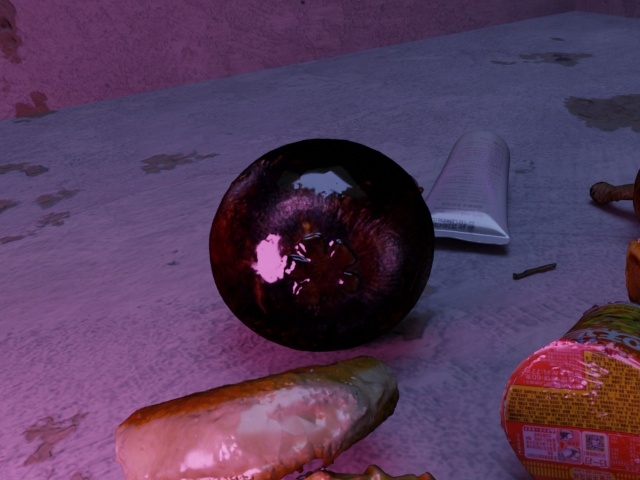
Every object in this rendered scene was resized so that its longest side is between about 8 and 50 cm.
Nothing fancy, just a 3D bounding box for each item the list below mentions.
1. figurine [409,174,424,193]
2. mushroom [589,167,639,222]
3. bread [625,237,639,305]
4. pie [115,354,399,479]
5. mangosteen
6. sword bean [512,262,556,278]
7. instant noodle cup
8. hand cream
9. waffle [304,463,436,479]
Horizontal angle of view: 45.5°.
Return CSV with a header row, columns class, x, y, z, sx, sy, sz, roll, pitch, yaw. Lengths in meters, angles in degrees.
class,x,y,z,sx,sy,sz,roll,pitch,yaw
figurine,0.166,-0.100,1.533,0.067,0.071,0.083,-44,12,13
mushroom,0.581,-0.083,1.407,0.227,0.148,0.217,-12,7,-38
bread,0.469,0.092,0.956,0.096,0.181,0.222,-14,26,2
pie,-0.061,0.185,0.816,0.315,0.092,0.315,-15,-4,-1
mangosteen,0.001,0.003,1.085,0.330,0.330,0.330,-3,25,2
sword bean,0.353,0.050,1.258,0.083,0.012,0.012,-14,27,-18
instant noodle cup,0.323,0.160,0.855,0.193,0.193,0.212,10,21,27
hand cream,0.291,-0.093,1.478,0.186,0.118,0.358,8,35,16
waffle,0.036,0.308,0.584,0.261,0.151,0.324,6,23,32
